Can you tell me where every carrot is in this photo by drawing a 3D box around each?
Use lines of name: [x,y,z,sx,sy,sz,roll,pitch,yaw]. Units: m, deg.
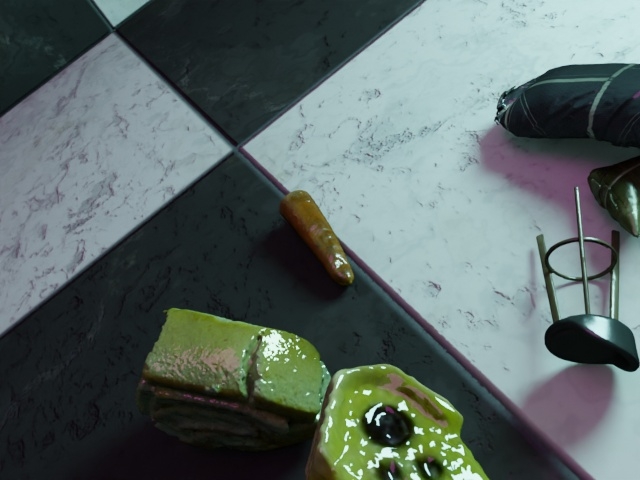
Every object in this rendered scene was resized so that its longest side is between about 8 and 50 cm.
carrot: [0.000,0.000,0.982,0.061,0.061,0.209,-35,47,0]

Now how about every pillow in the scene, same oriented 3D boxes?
pillow: [0.392,-0.187,0.852,0.161,0.092,0.335,-31,29,-20]

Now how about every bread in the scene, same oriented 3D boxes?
bread: [-0.111,0.183,0.793,0.257,0.186,0.124,0,49,21]

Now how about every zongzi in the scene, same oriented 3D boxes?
zongzi: [0.429,-0.064,0.767,0.154,0.062,0.130,-19,33,7]

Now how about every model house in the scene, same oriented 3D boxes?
model house: [0.050,0.249,0.597,0.175,0.193,0.234,-10,43,-22]

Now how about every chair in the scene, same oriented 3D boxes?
chair: [0.304,0.056,0.728,0.095,0.104,0.221,-34,31,39]
